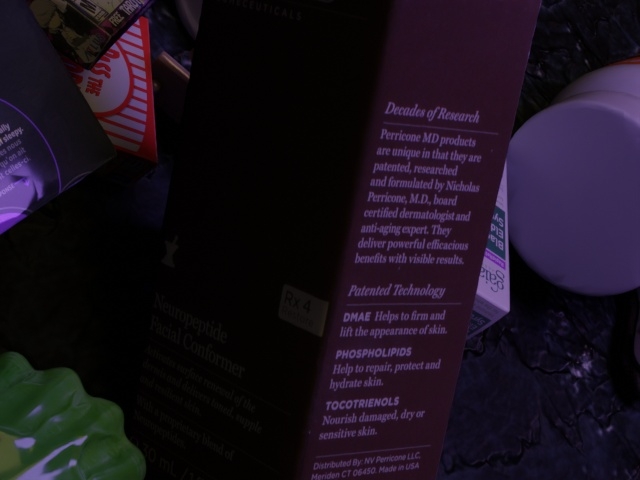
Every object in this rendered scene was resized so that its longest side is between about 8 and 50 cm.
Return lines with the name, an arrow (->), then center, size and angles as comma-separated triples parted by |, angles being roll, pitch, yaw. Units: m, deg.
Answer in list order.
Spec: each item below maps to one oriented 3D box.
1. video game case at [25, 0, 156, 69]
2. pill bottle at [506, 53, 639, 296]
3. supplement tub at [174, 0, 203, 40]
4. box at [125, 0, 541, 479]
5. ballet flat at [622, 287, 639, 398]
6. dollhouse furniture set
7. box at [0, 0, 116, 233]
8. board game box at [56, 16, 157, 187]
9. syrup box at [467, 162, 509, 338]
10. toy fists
video game case -> -0.221, -0.246, 1.175 | 0.210, 0.042, 0.232 | 37, 28, -6
pill bottle -> 0.351, -0.083, 1.537 | 0.392, 0.224, 0.224 | -23, 80, -54
supplement tub -> -0.032, -0.233, 1.356 | 0.190, 0.117, 0.117 | -20, 77, -49
box -> 0.000, 0.000, 0.997 | 0.143, 0.191, 0.381 | 4, 102, -42
ballet flat -> 0.353, 0.083, 1.570 | 0.084, 0.058, 0.250 | 15, 38, 4
dollhouse furniture set -> -0.108, -0.069, 1.160 | 0.123, 0.144, 0.151 | 41, 55, -9
box -> -0.285, -0.115, 0.938 | 0.165, 0.143, 0.270 | -40, 105, -41
board game box -> -0.220, -0.135, 1.151 | 0.193, 0.045, 0.146 | 18, 51, -37
syrup box -> 0.108, -0.026, 1.364 | 0.093, 0.096, 0.237 | 30, 44, -27
toy fists -> -0.149, 0.202, 0.942 | 0.279, 0.096, 0.142 | 54, 49, -3
